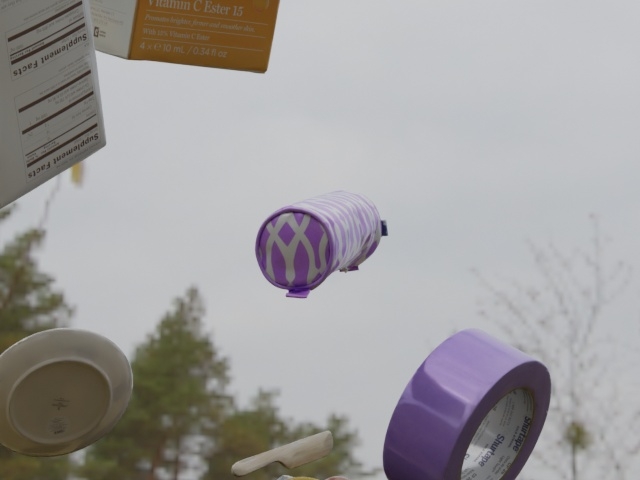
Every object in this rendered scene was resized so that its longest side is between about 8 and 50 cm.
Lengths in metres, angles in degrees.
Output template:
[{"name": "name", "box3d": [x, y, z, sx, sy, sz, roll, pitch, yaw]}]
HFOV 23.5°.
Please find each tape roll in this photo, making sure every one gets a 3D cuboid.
[{"name": "tape roll", "box3d": [0.154, 0.192, 1.599, 0.080, 0.189, 0.189, 29, -2, 33]}]

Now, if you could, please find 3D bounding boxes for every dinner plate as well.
[{"name": "dinner plate", "box3d": [-0.236, 0.142, 1.387, 0.141, 0.017, 0.141, -11, -56, -16]}]

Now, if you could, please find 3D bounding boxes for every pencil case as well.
[{"name": "pencil case", "box3d": [0.000, 0.000, 1.521, 0.086, 0.088, 0.206, 5, 7, 17]}]

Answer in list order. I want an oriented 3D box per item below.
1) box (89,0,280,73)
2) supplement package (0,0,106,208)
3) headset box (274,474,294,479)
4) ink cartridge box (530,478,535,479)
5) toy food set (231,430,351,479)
[{"name": "box", "box3d": [-0.162, -0.389, 1.830, 0.215, 0.345, 0.168, -1, 17, -42]}, {"name": "supplement package", "box3d": [-0.278, -0.172, 1.251, 0.139, 0.134, 0.244, 21, -51, 30]}, {"name": "headset box", "box3d": [-0.055, 0.451, 1.718, 0.246, 0.283, 0.131, -30, 15, -23]}, {"name": "ink cartridge box", "box3d": [0.093, 0.319, 1.053, 0.065, 0.165, 0.332, -9, 19, 31]}, {"name": "toy food set", "box3d": [0.000, 0.283, 1.444, 0.128, 0.218, 0.071, -7, -19, -29]}]
